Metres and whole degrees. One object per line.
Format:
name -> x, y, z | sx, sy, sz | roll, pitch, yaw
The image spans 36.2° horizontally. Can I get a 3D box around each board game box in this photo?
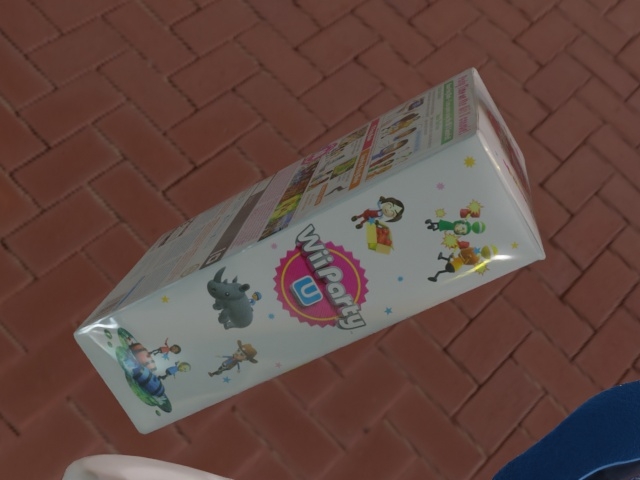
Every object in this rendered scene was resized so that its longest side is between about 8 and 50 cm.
board game box -> 0.000, 0.000, 0.724 | 0.097, 0.303, 0.224 | 59, 17, -14

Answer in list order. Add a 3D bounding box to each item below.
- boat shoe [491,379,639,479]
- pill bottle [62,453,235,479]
boat shoe -> 0.299, 0.236, 1.087 | 0.258, 0.089, 0.109 | -26, 49, 4
pill bottle -> -0.159, 0.402, 0.835 | 0.224, 0.224, 0.392 | 16, 85, -11
